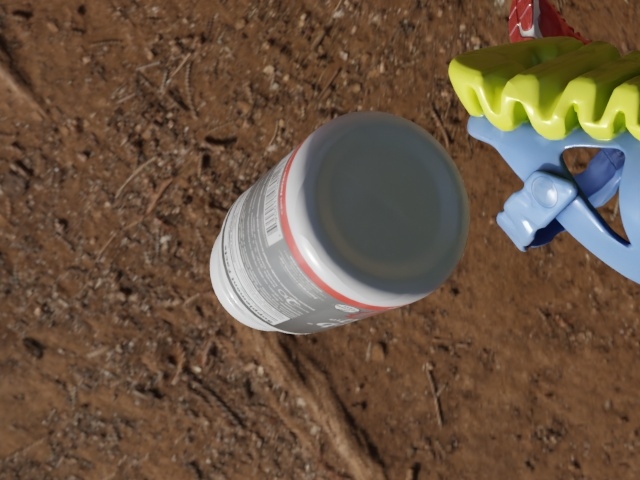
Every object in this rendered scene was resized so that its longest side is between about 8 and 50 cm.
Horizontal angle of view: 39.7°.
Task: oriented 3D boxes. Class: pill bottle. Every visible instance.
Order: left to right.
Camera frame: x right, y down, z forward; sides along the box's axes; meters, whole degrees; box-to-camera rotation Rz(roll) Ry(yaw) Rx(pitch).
[{"bbox_3d":[0.000,0.000,1.057,0.210,0.210,0.363,39,156,-11],"label":"pill bottle"}]

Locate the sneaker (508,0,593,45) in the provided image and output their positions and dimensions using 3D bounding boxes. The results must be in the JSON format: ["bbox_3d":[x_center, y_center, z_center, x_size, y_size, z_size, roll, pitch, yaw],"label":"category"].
[{"bbox_3d":[0.396,-0.340,1.481,0.128,0.221,0.087,4,154,-13],"label":"sneaker"}]

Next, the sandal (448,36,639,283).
[{"bbox_3d":[0.208,-0.032,0.519,0.126,0.317,0.138,-19,118,-27],"label":"sandal"}]
